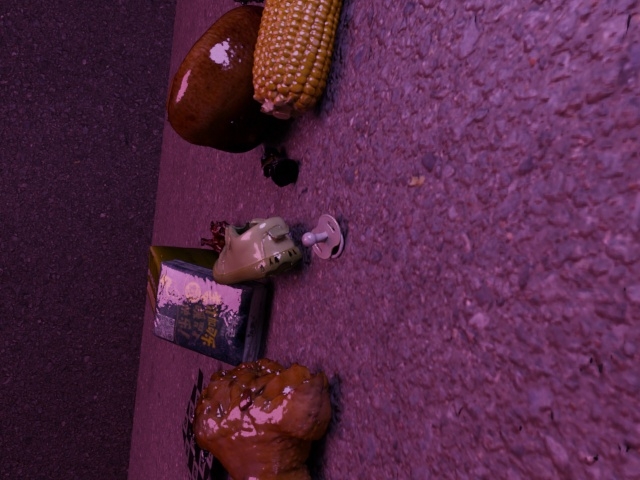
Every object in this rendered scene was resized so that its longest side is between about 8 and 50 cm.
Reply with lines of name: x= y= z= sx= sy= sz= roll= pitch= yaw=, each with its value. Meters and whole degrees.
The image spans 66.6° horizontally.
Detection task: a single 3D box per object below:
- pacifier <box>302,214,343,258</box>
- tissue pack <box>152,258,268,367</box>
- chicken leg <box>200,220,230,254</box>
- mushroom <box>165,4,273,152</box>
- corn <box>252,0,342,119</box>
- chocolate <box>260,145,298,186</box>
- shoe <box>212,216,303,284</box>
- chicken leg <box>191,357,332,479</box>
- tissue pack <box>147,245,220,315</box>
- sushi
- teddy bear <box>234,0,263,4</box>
pacifier: x=0.000 y=0.000 z=0.797 sx=0.068 sy=0.064 sz=0.083 roll=59 pitch=139 yaw=24
tissue pack: x=-0.255 y=0.160 z=1.100 sx=0.257 sy=0.081 sz=0.185 roll=13 pitch=100 yaw=23
chicken leg: x=-0.282 y=-0.004 z=1.356 sx=0.093 sy=0.053 sz=0.205 roll=46 pitch=141 yaw=-2
mushroom: x=-0.215 y=-0.333 z=1.035 sx=0.345 sy=0.260 sz=0.345 roll=-59 pitch=-4 yaw=-7
corn: x=-0.029 y=-0.407 z=0.853 sx=0.144 sy=0.144 sz=0.386 roll=32 pitch=110 yaw=61
chocolate: x=-0.099 y=-0.158 z=1.027 sx=0.147 sy=0.070 sz=0.072 roll=31 pitch=109 yaw=56
shoe: x=-0.125 y=0.020 z=0.978 sx=0.262 sy=0.140 sz=0.128 roll=-5 pitch=91 yaw=58
chicken leg: x=-0.063 y=0.345 z=0.782 sx=0.295 sy=0.182 sz=0.409 roll=-51 pitch=47 yaw=25
tissue pack: x=-0.357 y=0.125 z=1.335 sx=0.275 sy=0.201 sz=0.167 roll=30 pitch=113 yaw=62
sushi: x=-0.307 y=0.533 z=1.319 sx=0.294 sy=0.059 sz=0.292 roll=59 pitch=136 yaw=49
teddy bear: x=-0.068 y=-0.566 z=0.966 sx=0.251 sy=0.129 sz=0.182 roll=-53 pitch=8 yaw=22
